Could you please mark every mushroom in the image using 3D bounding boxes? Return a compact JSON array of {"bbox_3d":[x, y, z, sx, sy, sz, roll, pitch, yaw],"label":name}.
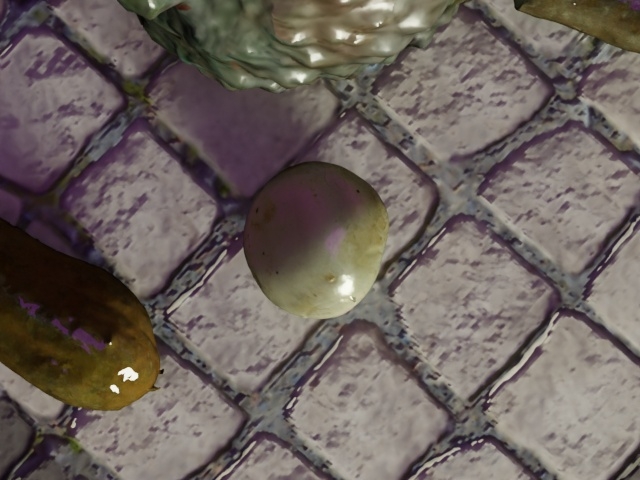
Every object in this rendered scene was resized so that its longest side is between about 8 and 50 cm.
[{"bbox_3d":[0.000,0.000,0.684,0.067,0.083,0.084,6,88,-42],"label":"mushroom"}]

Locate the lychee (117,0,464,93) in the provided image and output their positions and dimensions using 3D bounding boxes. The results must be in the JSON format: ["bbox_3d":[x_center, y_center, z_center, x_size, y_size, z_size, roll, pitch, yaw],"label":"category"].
[{"bbox_3d":[-0.013,-0.203,0.602,0.255,0.255,0.274,39,59,0],"label":"lychee"}]

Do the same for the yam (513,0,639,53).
[{"bbox_3d":[0.239,-0.108,0.694,0.274,0.061,0.061,16,89,1],"label":"yam"}]

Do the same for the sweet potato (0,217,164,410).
[{"bbox_3d":[-0.188,0.022,0.689,0.233,0.062,0.081,22,90,3],"label":"sweet potato"}]
